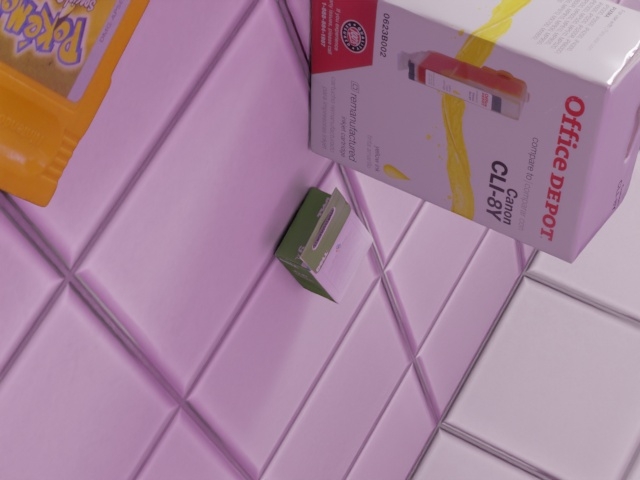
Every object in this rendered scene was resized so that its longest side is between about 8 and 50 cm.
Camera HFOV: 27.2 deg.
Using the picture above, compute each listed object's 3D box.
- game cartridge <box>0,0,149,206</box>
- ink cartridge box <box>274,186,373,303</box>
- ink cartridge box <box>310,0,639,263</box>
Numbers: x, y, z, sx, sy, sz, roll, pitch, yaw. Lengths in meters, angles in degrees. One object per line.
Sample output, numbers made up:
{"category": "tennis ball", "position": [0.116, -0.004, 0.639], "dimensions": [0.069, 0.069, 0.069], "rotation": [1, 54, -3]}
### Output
{"category": "game cartridge", "position": [-0.233, -0.205, 1.073], "dimensions": [0.324, 0.052, 0.285], "rotation": [-65, 158, -2]}
{"category": "ink cartridge box", "position": [0.000, 0.000, 1.795], "dimensions": [0.109, 0.062, 0.209], "rotation": [-61, 157, -10]}
{"category": "ink cartridge box", "position": [0.187, -0.181, 1.600], "dimensions": [0.160, 0.384, 0.279], "rotation": [-47, 151, -38]}
